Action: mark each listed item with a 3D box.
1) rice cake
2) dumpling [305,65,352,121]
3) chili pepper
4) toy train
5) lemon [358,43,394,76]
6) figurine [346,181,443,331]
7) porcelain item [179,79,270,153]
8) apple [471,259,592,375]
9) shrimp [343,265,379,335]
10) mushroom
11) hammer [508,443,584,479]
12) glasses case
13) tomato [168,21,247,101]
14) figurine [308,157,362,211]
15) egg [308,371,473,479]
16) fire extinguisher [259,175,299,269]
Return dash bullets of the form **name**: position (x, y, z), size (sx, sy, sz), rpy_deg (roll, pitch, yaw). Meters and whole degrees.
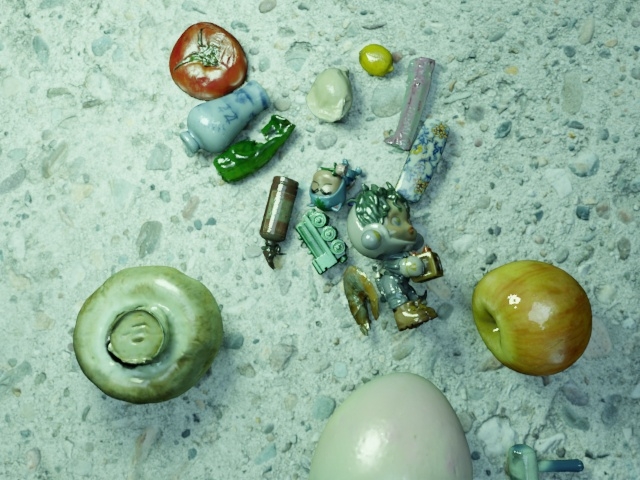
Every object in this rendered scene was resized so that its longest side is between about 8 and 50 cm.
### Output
- **rice cake**: position (0.256, -0.390, 1.393), size (0.081, 0.051, 0.290), rpy_deg (19, 82, 2)
- **dumpling**: position (0.025, -0.407, 1.370), size (0.136, 0.118, 0.199), rpy_deg (-4, 58, 28)
- **chili pepper**: position (-0.179, -0.252, 1.360), size (0.253, 0.083, 0.099), rpy_deg (-40, 75, -9)
- **toy train**: position (0.000, 0.000, 1.331), size (0.111, 0.071, 0.170), rpy_deg (-34, 83, 2)
- **lemon**: position (0.161, -0.509, 1.395), size (0.111, 0.082, 0.082), rpy_deg (30, 83, 4)
- **figurine**: position (0.188, 0.029, 1.249), size (0.186, 0.261, 0.381), rpy_deg (-27, 72, 18)
- **porcelain item**: position (-0.261, -0.333, 1.345), size (0.259, 0.141, 0.141), rpy_deg (-38, 84, -13)
- **apple**: position (0.516, 0.183, 1.210), size (0.233, 0.286, 0.285), rpy_deg (-19, 83, -10)
- **shrimp**: position (0.106, 0.156, 1.281), size (0.052, 0.132, 0.187), rpy_deg (-19, 96, -21)
- **mushroom**: position (-0.416, 0.226, 1.201), size (0.352, 0.260, 0.352), rpy_deg (0, 88, -2)
- **hammer**: position (0.577, 0.579, 1.255), size (0.194, 0.069, 0.116), rpy_deg (0, 81, -5)
- **glasses case**: position (0.282, -0.219, 1.362), size (0.087, 0.065, 0.247), rpy_deg (24, 82, 1)
- **tomato**: position (-0.318, -0.515, 1.386), size (0.228, 0.101, 0.227), rpy_deg (0, 84, -3)
- **figurine**: position (0.037, -0.165, 1.317), size (0.114, 0.144, 0.178), rpy_deg (24, 54, 24)
- **egg**: position (0.182, 0.472, 1.138), size (0.355, 0.354, 0.339), rpy_deg (23, 64, 3)
- **fire extinguisher**: position (-0.118, -0.047, 1.316), size (0.075, 0.106, 0.252), rpy_deg (17, 81, -18)
